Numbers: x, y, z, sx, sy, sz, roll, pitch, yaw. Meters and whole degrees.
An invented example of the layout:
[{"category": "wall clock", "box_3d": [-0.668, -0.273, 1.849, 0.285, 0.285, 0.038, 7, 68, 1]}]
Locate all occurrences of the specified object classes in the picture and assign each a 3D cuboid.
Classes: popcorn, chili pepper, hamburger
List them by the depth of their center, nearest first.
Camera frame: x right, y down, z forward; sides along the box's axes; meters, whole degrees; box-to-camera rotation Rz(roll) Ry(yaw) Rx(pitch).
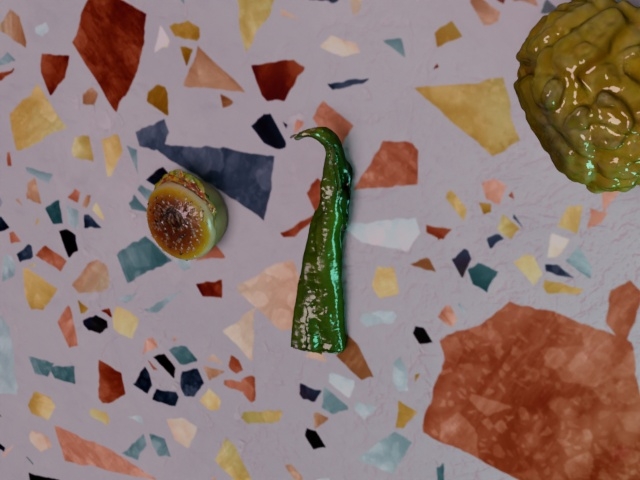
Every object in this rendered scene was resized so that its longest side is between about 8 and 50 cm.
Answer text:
[{"category": "popcorn", "box_3d": [0.357, -0.184, 1.784, 0.225, 0.249, 0.249, -36, 86, 3]}, {"category": "chili pepper", "box_3d": [0.000, 0.000, 2.105, 0.085, 0.076, 0.359, 4, 113, 7]}, {"category": "hamburger", "box_3d": [-0.204, -0.038, 2.198, 0.126, 0.081, 0.141, 34, 120, 15]}]
